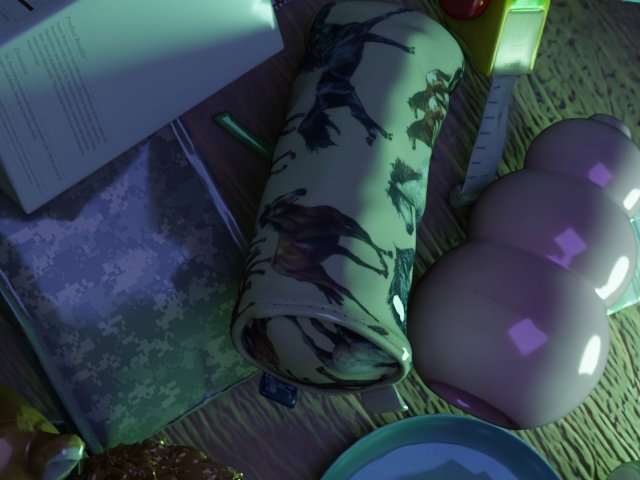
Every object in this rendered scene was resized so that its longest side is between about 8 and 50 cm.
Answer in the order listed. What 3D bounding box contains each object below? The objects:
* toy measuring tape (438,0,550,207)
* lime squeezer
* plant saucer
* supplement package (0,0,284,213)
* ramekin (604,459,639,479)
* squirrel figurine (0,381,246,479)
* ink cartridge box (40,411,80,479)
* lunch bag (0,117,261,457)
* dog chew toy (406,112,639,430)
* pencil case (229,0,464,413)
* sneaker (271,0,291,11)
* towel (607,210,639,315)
[{"bbox_3d":[0.161,-0.202,1.920,0.121,0.121,0.330,5,114,-17],"label":"toy measuring tape"},{"bbox_3d":[0.000,0.000,1.896,0.110,0.059,0.310,-23,101,-14],"label":"lime squeezer"},{"bbox_3d":[0.121,0.338,1.938,0.318,0.044,0.317,2,83,-14],"label":"plant saucer"},{"bbox_3d":[-0.211,-0.198,1.687,0.293,0.175,0.177,-34,135,-18],"label":"supplement package"},{"bbox_3d":[0.363,0.366,1.911,0.148,0.303,0.303,10,91,-9],"label":"ramekin"},{"bbox_3d":[-0.248,0.282,1.671,0.397,0.281,0.370,-13,115,-31],"label":"squirrel figurine"},{"bbox_3d":[-0.336,0.276,1.822,0.208,0.045,0.206,-3,96,-16],"label":"ink cartridge box"},{"bbox_3d":[-0.184,0.042,1.787,0.235,0.169,0.287,-30,97,-13],"label":"lunch bag"},{"bbox_3d":[0.224,0.021,1.897,0.207,0.206,0.331,31,77,-16],"label":"dog chew toy"},{"bbox_3d":[0.033,-0.044,1.758,0.183,0.160,0.410,53,38,-42],"label":"pencil case"},{"bbox_3d":[-0.047,-0.235,1.872,0.118,0.042,0.067,-8,92,-8],"label":"sneaker"},{"bbox_3d":[0.350,0.004,2.017,0.152,0.023,0.113,-25,100,-13],"label":"towel"}]
